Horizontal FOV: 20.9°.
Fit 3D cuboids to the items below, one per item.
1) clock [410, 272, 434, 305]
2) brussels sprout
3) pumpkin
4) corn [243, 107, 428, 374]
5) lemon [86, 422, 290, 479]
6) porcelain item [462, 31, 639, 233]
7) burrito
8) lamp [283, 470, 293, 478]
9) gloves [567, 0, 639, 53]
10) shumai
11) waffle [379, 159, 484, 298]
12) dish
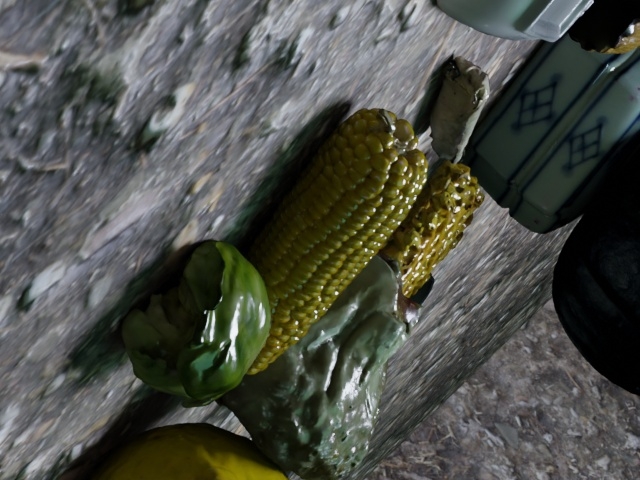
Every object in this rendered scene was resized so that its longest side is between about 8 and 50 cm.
[{"bbox_3d":[0.062,0.114,2.279,0.226,0.049,0.226,-45,169,-11],"label":"clock"},{"bbox_3d":[-0.094,0.074,1.469,0.139,0.100,0.181,-60,152,-17],"label":"brussels sprout"},{"bbox_3d":[0.443,0.023,2.035,0.363,0.266,0.363,-39,167,-11],"label":"pumpkin"},{"bbox_3d":[0.000,0.000,1.542,0.101,0.101,0.310,-30,158,-56],"label":"corn"},{"bbox_3d":[-0.136,0.310,1.733,0.267,0.267,0.267,-45,168,-12],"label":"lemon"},{"bbox_3d":[0.325,-0.155,2.066,0.281,0.157,0.286,-51,167,24],"label":"porcelain item"},{"bbox_3d":[0.134,-0.127,1.726,0.042,0.051,0.171,-35,165,-22],"label":"burrito"},{"bbox_3d":[-0.109,0.274,2.033,0.283,0.124,0.203,-42,177,-13],"label":"lamp"},{"bbox_3d":[0.361,-0.282,1.763,0.356,0.155,0.203,-10,137,-46],"label":"gloves"},{"bbox_3d":[0.018,0.109,1.745,0.218,0.189,0.256,-50,169,17],"label":"shumai"},{"bbox_3d":[0.100,-0.003,1.892,0.197,0.070,0.193,-55,166,28],"label":"waffle"},{"bbox_3d":[0.196,-0.234,1.525,0.151,0.077,0.212,-50,169,13],"label":"dish"}]
